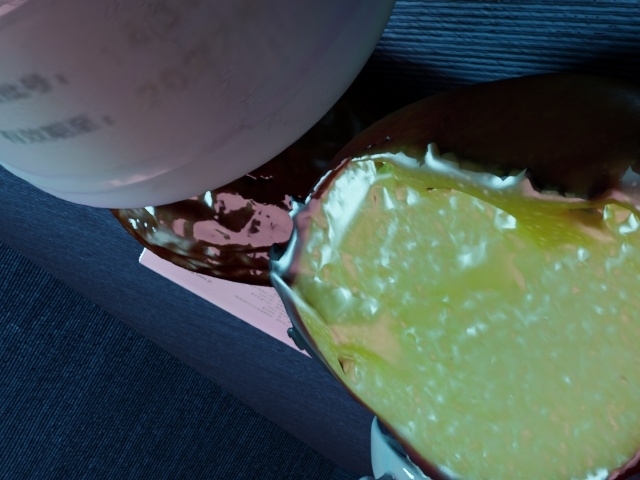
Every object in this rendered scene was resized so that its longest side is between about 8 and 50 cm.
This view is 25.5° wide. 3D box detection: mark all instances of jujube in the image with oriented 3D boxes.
[{"bbox_3d":[-0.050,-0.057,1.049,0.243,0.183,0.183,15,163,19],"label":"jujube"}]

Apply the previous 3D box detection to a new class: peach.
[{"bbox_3d":[0.146,0.004,0.840,0.257,0.201,0.362,53,147,3],"label":"peach"}]

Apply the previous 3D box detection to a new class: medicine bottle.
[{"bbox_3d":[-0.123,-0.178,0.587,0.241,0.241,0.302,19,163,38],"label":"medicine bottle"}]

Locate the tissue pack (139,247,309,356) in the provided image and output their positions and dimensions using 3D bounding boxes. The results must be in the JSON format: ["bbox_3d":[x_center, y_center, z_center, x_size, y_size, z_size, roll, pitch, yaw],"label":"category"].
[{"bbox_3d":[-0.018,0.007,1.252,0.246,0.092,0.148,29,122,-2],"label":"tissue pack"}]

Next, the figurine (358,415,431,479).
[{"bbox_3d":[0.212,0.293,1.755,0.253,0.211,0.361,17,164,42],"label":"figurine"}]
